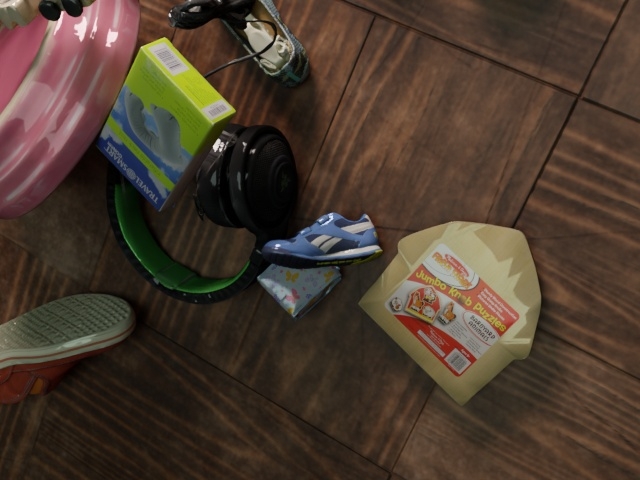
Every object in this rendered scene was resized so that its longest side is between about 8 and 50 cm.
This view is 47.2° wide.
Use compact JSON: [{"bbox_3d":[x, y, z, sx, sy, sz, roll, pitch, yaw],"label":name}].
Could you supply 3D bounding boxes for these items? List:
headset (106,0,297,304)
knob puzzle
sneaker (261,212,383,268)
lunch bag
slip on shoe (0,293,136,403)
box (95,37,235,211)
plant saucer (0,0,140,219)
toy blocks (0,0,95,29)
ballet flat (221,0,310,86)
[{"bbox_3d":[-0.150,-0.096,0.866,0.243,0.185,0.394,27,116,16],"label":"headset"},{"bbox_3d":[0.166,0.062,0.842,0.213,0.030,0.213,3,97,22],"label":"knob puzzle"},{"bbox_3d":[0.000,0.000,0.866,0.144,0.053,0.059,-4,77,-15],"label":"sneaker"},{"bbox_3d":[-0.024,0.047,0.903,0.083,0.053,0.071,-45,78,-6],"label":"lunch bag"},{"bbox_3d":[-0.395,0.164,1.045,0.331,0.123,0.101,-22,120,17],"label":"slip on shoe"},{"bbox_3d":[-0.171,-0.112,0.776,0.109,0.042,0.178,46,135,3],"label":"box"},{"bbox_3d":[-0.351,-0.191,0.894,0.332,0.084,0.332,-24,52,35],"label":"plant saucer"},{"bbox_3d":[-0.344,-0.417,0.793,0.289,0.308,0.260,-1,134,24],"label":"toy blocks"},{"bbox_3d":[-0.083,-0.266,0.885,0.070,0.070,0.188,-45,79,20],"label":"ballet flat"}]
